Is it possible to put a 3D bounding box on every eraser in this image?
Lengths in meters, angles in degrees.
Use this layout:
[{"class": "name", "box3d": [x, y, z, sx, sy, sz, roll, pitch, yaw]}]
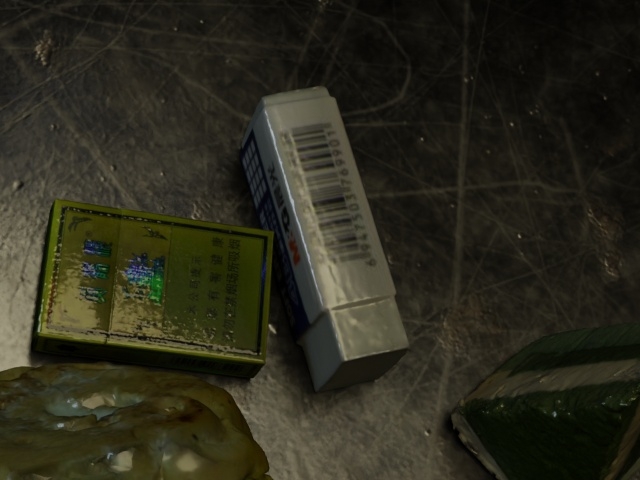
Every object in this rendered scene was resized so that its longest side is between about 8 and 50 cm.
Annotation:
[{"class": "eraser", "box3d": [0.000, 0.000, 1.438, 0.081, 0.124, 0.279, -11, 73, -19]}]

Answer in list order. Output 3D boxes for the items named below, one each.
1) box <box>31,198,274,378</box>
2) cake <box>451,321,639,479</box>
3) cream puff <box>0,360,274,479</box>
[{"class": "box", "box3d": [-0.160, 0.048, 1.408, 0.220, 0.064, 0.141, 8, 68, -15]}, {"class": "cake", "box3d": [0.242, 0.135, 1.382, 0.172, 0.283, 0.158, 39, 63, 19]}, {"class": "cream puff", "box3d": [-0.204, 0.253, 1.231, 0.324, 0.291, 0.257, -14, 104, -35]}]
